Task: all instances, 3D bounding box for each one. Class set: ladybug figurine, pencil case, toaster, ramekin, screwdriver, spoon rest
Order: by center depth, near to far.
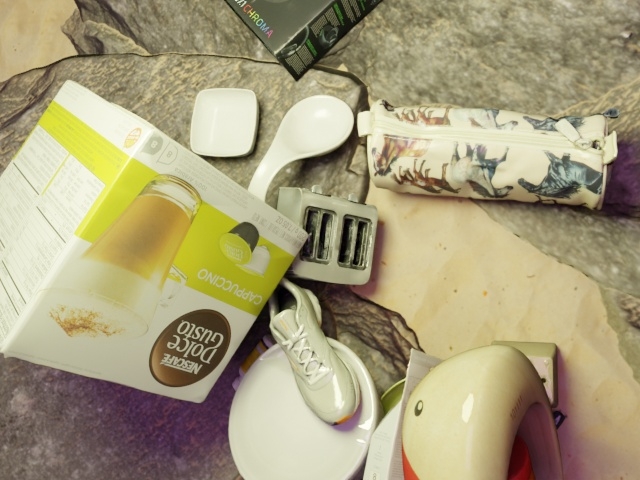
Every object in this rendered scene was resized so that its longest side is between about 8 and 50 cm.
[{"bbox_3d":[0.232,0.347,0.801,0.161,0.305,0.450,0,118,39],"label":"ladybug figurine"},{"bbox_3d":[0.272,-0.151,0.952,0.410,0.183,0.160,8,68,17],"label":"pencil case"},{"bbox_3d":[0.350,0.354,0.952,0.025,0.024,0.170,39,98,-13],"label":"screwdriver"},{"bbox_3d":[-0.012,0.310,0.971,0.272,0.127,0.273,-12,60,22],"label":"ramekin"},{"bbox_3d":[0.000,0.000,1.013,0.168,0.110,0.186,11,84,-28],"label":"toaster"},{"bbox_3d":[-0.044,-0.171,1.070,0.137,0.084,0.276,31,76,22],"label":"spoon rest"}]

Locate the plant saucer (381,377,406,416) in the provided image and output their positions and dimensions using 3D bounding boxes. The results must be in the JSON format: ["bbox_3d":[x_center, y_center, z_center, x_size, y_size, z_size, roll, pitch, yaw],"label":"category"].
[{"bbox_3d":[0.203,0.353,0.985,0.240,0.037,0.241,-2,83,15],"label":"plant saucer"}]

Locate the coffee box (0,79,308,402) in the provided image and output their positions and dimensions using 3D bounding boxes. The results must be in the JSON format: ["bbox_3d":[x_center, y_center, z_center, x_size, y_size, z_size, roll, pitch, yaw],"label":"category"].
[{"bbox_3d":[-0.297,0.004,0.895,0.338,0.337,0.334,31,88,43],"label":"coffee box"}]

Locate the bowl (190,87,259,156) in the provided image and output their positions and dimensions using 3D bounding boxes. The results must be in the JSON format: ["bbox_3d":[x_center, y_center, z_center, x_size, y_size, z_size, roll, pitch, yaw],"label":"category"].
[{"bbox_3d":[-0.191,-0.237,1.163,0.141,0.053,0.142,4,84,17],"label":"bowl"}]

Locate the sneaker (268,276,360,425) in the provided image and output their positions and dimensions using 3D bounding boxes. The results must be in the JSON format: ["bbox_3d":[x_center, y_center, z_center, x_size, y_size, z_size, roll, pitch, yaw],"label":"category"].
[{"bbox_3d":[-0.030,0.171,0.901,0.099,0.121,0.262,-34,54,6],"label":"sneaker"}]

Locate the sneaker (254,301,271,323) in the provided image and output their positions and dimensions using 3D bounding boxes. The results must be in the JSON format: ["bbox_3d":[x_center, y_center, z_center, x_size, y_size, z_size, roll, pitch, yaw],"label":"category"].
[{"bbox_3d":[-0.203,0.187,1.099,0.281,0.106,0.163,-1,90,25],"label":"sneaker"}]

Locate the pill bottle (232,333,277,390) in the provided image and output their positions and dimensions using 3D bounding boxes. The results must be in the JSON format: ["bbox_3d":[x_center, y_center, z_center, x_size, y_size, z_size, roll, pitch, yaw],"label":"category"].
[{"bbox_3d":[-0.115,0.243,1.075,0.065,0.065,0.116,40,94,17],"label":"pill bottle"}]

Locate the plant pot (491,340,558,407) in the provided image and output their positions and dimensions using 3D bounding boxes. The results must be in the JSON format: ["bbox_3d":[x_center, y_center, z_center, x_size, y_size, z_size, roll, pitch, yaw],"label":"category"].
[{"bbox_3d":[0.340,0.224,0.931,0.108,0.096,0.109,0,82,16],"label":"plant pot"}]

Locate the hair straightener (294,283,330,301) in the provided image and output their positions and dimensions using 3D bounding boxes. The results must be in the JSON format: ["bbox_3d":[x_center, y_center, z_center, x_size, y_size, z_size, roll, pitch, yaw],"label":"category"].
[{"bbox_3d":[-0.093,0.083,1.076,0.230,0.089,0.047,8,95,9],"label":"hair straightener"}]

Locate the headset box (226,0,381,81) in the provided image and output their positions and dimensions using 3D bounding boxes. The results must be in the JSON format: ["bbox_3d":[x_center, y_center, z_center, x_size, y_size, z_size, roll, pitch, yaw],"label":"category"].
[{"bbox_3d":[-0.036,-0.514,1.112,0.283,0.131,0.246,-40,75,7],"label":"headset box"}]

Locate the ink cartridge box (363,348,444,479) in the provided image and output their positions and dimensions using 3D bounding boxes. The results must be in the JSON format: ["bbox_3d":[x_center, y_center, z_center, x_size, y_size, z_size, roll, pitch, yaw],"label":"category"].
[{"bbox_3d":[0.161,0.300,0.899,0.056,0.181,0.225,-6,66,47],"label":"ink cartridge box"}]
